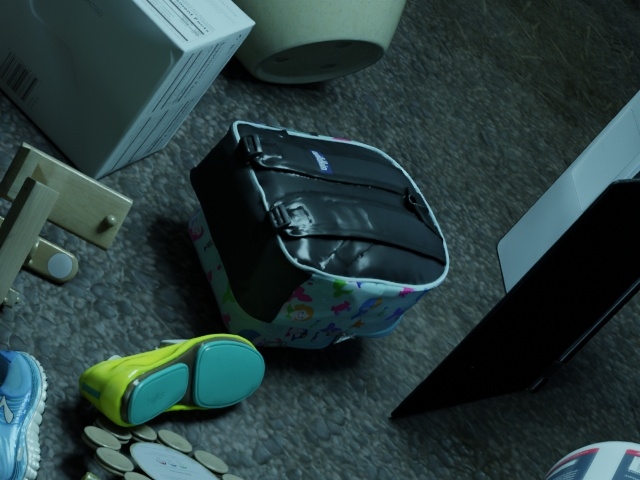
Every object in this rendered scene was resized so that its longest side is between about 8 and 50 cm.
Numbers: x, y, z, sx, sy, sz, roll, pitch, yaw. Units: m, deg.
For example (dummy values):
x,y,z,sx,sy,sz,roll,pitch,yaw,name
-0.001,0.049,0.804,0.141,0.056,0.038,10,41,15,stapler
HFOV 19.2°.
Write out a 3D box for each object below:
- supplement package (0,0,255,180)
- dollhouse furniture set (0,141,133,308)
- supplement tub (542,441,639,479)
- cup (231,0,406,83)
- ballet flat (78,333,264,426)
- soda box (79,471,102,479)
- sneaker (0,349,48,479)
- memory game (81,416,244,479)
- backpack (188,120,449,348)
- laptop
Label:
x,y,z,sx,sy,sz,roll,pitch,yaw,name
-0.243,-0.235,2.010,0.262,0.204,0.145,46,34,9,supplement package
-0.245,0.004,1.768,0.123,0.144,0.151,29,-3,-20,dollhouse furniture set
0.273,0.330,1.851,0.191,0.191,0.272,43,27,3,supplement tub
-0.019,-0.328,2.310,0.331,0.331,0.237,2,73,-45,cup
-0.143,0.125,1.795,0.077,0.077,0.231,16,14,29,ballet flat
-0.144,0.276,1.612,0.181,0.061,0.058,33,33,-12,soda box
-0.279,0.151,1.625,0.073,0.063,0.162,21,36,-23,sneaker
-0.129,0.211,1.696,0.186,0.012,0.186,28,11,-6,memory game
0.000,0.000,1.987,0.253,0.191,0.225,2,50,-36,backpack
0.259,-0.024,2.109,0.236,0.382,0.408,25,35,-25,laptop
